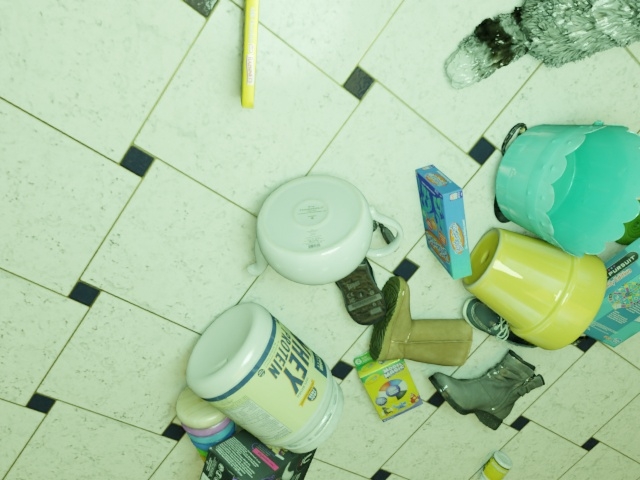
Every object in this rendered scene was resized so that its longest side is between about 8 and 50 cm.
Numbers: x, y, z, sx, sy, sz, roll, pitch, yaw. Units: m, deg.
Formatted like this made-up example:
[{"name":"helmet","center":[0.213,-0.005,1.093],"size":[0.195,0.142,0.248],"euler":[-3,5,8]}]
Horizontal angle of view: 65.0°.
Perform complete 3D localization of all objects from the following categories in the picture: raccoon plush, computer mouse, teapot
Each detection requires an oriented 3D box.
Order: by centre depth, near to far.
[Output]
[{"name":"raccoon plush","center":[0.490,-0.372,0.909],"size":[0.446,0.299,0.216],"euler":[-41,118,10]},{"name":"teapot","center":[0.000,0.000,1.045],"size":[0.252,0.256,0.187],"euler":[-47,147,-23]},{"name":"computer mouse","center":[0.447,-0.149,1.160],"size":[0.071,0.041,0.242],"euler":[-7,117,-8]},{"name":"computer mouse","center":[0.110,0.065,1.187],"size":[0.184,0.060,0.262],"euler":[-28,107,7]}]

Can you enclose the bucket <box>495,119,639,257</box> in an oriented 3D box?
[{"name":"bucket","center":[0.535,-0.122,1.087],"size":[0.281,0.183,0.281],"euler":[-8,112,-20]}]

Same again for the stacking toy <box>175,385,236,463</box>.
[{"name":"stacking toy","center":[-0.274,0.517,1.295],"size":[0.141,0.141,0.330],"euler":[-8,122,-8]}]

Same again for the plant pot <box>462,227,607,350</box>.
[{"name":"plant pot","center":[0.481,0.092,1.180],"size":[0.239,0.254,0.254],"euler":[27,109,-3]}]

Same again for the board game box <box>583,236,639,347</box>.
[{"name":"board game box","center":[0.797,0.120,1.260],"size":[0.254,0.079,0.336],"euler":[23,124,-31]}]

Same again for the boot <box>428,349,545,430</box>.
[{"name":"boot","center":[0.467,0.386,1.407],"size":[0.338,0.118,0.223],"euler":[32,103,-36]}]

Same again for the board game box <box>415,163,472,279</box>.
[{"name":"board game box","center":[0.270,-0.042,1.107],"size":[0.047,0.160,0.210],"euler":[-18,118,-3]}]

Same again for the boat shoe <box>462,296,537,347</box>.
[{"name":"boat shoe","center":[0.479,0.222,1.318],"size":[0.254,0.079,0.095],"euler":[33,82,-25]}]

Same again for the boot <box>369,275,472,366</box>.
[{"name":"boot","center":[0.271,0.210,1.283],"size":[0.269,0.089,0.236],"euler":[7,109,-22]}]

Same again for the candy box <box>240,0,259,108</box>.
[{"name":"candy box","center":[-0.126,-0.349,0.896],"size":[0.027,0.105,0.206],"euler":[1,116,-13]}]

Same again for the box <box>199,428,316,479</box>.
[{"name":"box","center":[-0.152,0.565,1.256],"size":[0.270,0.143,0.165],"euler":[-7,123,-53]}]

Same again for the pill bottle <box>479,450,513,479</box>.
[{"name":"pill bottle","center":[0.564,0.745,1.623],"size":[0.065,0.065,0.116],"euler":[18,111,-20]}]

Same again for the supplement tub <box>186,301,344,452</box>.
[{"name":"supplement tub","center":[-0.119,0.324,1.165],"size":[0.235,0.235,0.325],"euler":[-39,118,8]}]

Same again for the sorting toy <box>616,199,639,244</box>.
[{"name":"sorting toy","center":[0.797,-0.025,1.251],"size":[0.365,0.126,0.127],"euler":[6,115,-14]}]

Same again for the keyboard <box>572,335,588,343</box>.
[{"name":"keyboard","center":[0.732,0.259,1.430],"size":[0.192,0.038,0.100],"euler":[-17,119,-2]}]

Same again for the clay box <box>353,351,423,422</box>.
[{"name":"clay box","center":[0.184,0.385,1.365],"size":[0.127,0.053,0.222],"euler":[-26,120,1]}]
